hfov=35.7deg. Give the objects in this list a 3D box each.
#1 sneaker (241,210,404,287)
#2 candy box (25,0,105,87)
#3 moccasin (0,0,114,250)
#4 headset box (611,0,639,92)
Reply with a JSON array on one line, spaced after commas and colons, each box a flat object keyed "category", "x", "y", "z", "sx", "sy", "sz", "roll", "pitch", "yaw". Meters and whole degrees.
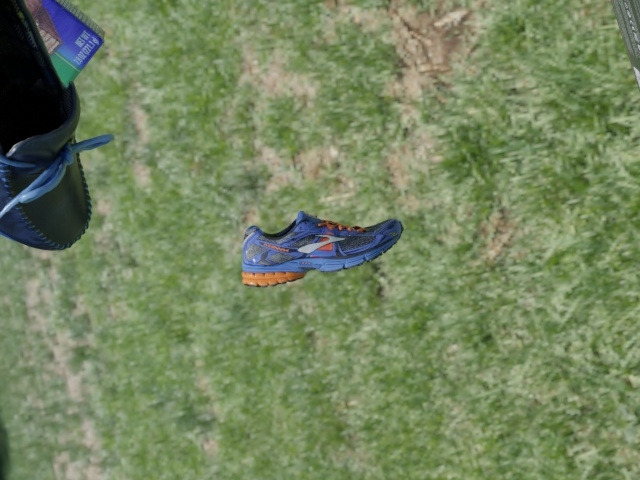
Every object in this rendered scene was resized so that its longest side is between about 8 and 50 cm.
[{"category": "sneaker", "x": 0.000, "y": 0.000, "z": 1.289, "sx": 0.083, "sy": 0.221, "sz": 0.087, "roll": -153, "pitch": 50, "yaw": -84}, {"category": "candy box", "x": -0.485, "y": -0.265, "z": 1.284, "sx": 0.268, "sy": 0.317, "sz": 0.122, "roll": -50, "pitch": 20, "yaw": 5}, {"category": "moccasin", "x": -0.272, "y": -0.102, "z": 0.880, "sx": 0.117, "sy": 0.137, "sz": 0.342, "roll": 10, "pitch": 147, "yaw": 20}, {"category": "headset box", "x": 0.375, "y": -0.229, "z": 0.764, "sx": 0.131, "sy": 0.283, "sz": 0.246, "roll": -99, "pitch": -15, "yaw": -66}]
